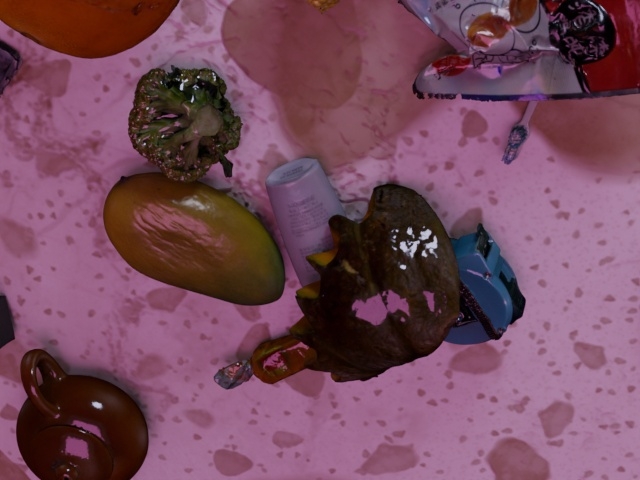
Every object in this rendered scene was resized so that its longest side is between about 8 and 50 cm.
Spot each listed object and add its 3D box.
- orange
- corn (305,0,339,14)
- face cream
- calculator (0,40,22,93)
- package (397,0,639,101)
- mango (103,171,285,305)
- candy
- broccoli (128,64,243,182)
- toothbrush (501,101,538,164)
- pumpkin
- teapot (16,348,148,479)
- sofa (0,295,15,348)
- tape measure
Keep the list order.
[{"bbox_3d":[-0.240,-0.299,1.183,0.240,0.240,0.240,3,121,5],"label":"orange"},{"bbox_3d":[0.051,-0.335,1.214,0.081,0.081,0.248,36,118,-14],"label":"corn"},{"bbox_3d":[0.000,0.000,1.431,0.084,0.057,0.198,-19,118,4],"label":"face cream"},{"bbox_3d":[-0.490,-0.225,1.380,0.262,0.021,0.161,34,119,-12],"label":"calculator"},{"bbox_3d":[0.216,-0.232,1.259,0.270,0.071,0.194,-10,110,14],"label":"package"},{"bbox_3d":[-0.143,-0.003,1.430,0.238,0.091,0.137,18,126,-10],"label":"mango"},{"bbox_3d":[-0.049,0.147,1.530,0.182,0.046,0.053,-24,112,14],"label":"candy"},{"bbox_3d":[-0.149,-0.131,1.338,0.130,0.120,0.131,7,87,-27],"label":"broccoli"},{"bbox_3d":[0.257,-0.216,1.293,0.030,0.030,0.304,18,118,-4],"label":"toothbrush"},{"bbox_3d":[0.062,0.074,1.369,0.130,0.149,0.253,-3,110,-36],"label":"pumpkin"},{"bbox_3d":[-0.326,0.254,1.576,0.178,0.135,0.252,-18,117,12],"label":"teapot"},{"bbox_3d":[-0.477,0.104,1.558,0.147,0.060,0.085,-10,102,12],"label":"sofa"},{"bbox_3d":[0.168,0.060,1.432,0.125,0.081,0.146,-22,113,30],"label":"tape measure"}]
